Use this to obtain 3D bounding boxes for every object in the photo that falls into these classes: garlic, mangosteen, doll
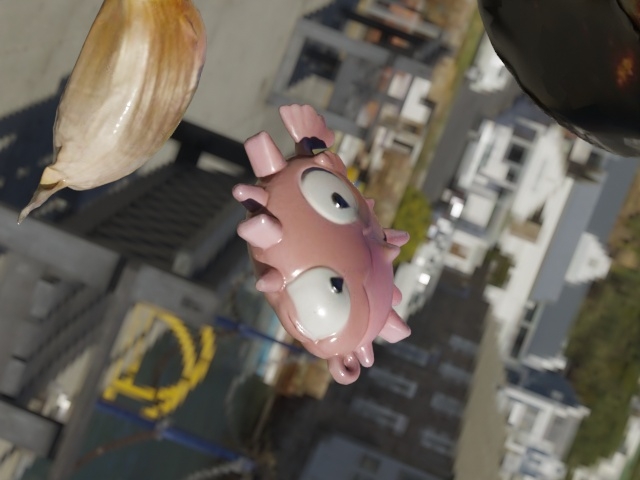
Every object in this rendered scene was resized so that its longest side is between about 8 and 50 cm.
[{"bbox_3d":[-0.155,-0.103,1.157,0.198,0.090,0.128,-58,171,8],"label":"garlic"},{"bbox_3d":[0.214,-0.182,0.935,0.287,0.233,0.288,176,-90,-87],"label":"mangosteen"},{"bbox_3d":[0.000,0.000,1.381,0.093,0.211,0.262,-26,-126,34],"label":"doll"}]
